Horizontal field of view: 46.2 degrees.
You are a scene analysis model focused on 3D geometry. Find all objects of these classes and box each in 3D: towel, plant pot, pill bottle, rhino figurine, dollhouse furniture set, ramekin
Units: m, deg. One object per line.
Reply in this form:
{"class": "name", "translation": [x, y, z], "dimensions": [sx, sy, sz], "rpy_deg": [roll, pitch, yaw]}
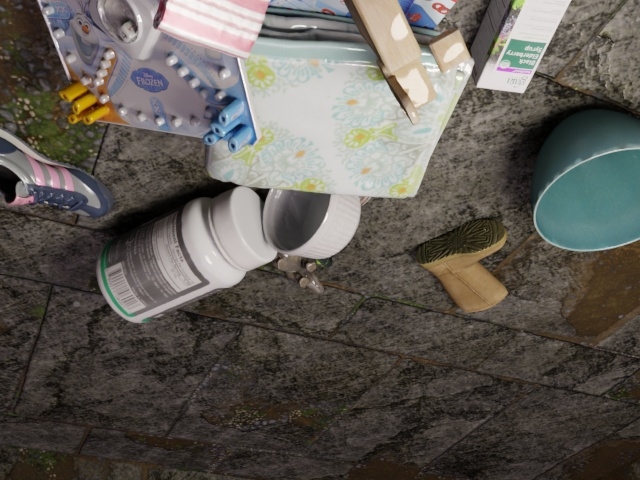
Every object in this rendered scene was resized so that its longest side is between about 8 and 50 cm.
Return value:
{"class": "towel", "translation": [-0.118, -0.337, 0.937], "dimensions": [0.144, 0.029, 0.197], "rpy_deg": [10, 108, -42]}
{"class": "plant pot", "translation": [0.543, -0.144, 1.474], "dimensions": [0.290, 0.195, 0.290], "rpy_deg": [-3, 141, -2]}
{"class": "towel", "translation": [0.016, -0.196, 1.174], "dimensions": [0.374, 0.090, 0.320], "rpy_deg": [5, 140, -10]}
{"class": "pill bottle", "translation": [-0.284, 0.030, 1.617], "dimensions": [0.361, 0.204, 0.204], "rpy_deg": [-23, 137, 22]}
{"class": "rhino figurine", "translation": [-0.059, 0.057, 1.759], "dimensions": [0.073, 0.106, 0.243], "rpy_deg": [-49, 134, -5]}
{"class": "dollhouse furniture set", "translation": [0.203, -0.349, 0.910], "dimensions": [0.355, 0.174, 0.303], "rpy_deg": [-28, 121, 7]}
{"class": "ramekin", "translation": [-0.012, -0.059, 1.537], "dimensions": [0.109, 0.207, 0.207], "rpy_deg": [22, 135, -40]}

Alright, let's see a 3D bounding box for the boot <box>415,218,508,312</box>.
{"class": "boot", "translation": [0.387, 0.067, 1.818], "dimensions": [0.236, 0.089, 0.269], "rpy_deg": [-17, 140, 32]}

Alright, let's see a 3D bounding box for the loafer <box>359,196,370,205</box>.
{"class": "loafer", "translation": [0.079, -0.097, 1.619], "dimensions": [0.039, 0.045, 0.125], "rpy_deg": [22, 138, -19]}

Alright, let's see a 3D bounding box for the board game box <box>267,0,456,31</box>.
{"class": "board game box", "translation": [0.008, -0.355, 1.115], "dimensions": [0.308, 0.086, 0.302], "rpy_deg": [18, 136, -24]}

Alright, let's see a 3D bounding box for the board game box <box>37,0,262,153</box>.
{"class": "board game box", "translation": [-0.290, -0.321, 1.075], "dimensions": [0.390, 0.050, 0.390], "rpy_deg": [13, 132, 32]}

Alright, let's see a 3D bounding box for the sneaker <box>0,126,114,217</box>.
{"class": "sneaker", "translation": [-0.563, -0.101, 1.491], "dimensions": [0.319, 0.131, 0.112], "rpy_deg": [28, 131, -34]}

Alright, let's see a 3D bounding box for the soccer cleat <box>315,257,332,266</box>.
{"class": "soccer cleat", "translation": [0.000, 0.000, 1.723], "dimensions": [0.072, 0.060, 0.179], "rpy_deg": [-26, 137, 7]}

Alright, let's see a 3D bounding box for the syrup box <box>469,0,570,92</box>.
{"class": "syrup box", "translation": [0.336, -0.369, 1.259], "dimensions": [0.093, 0.096, 0.237], "rpy_deg": [5, 139, -11]}
